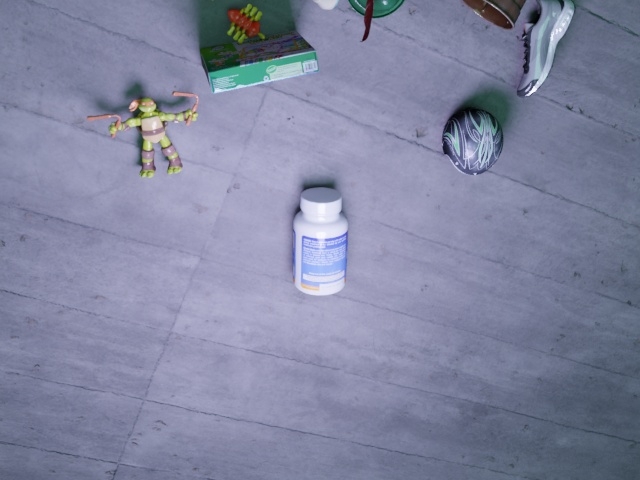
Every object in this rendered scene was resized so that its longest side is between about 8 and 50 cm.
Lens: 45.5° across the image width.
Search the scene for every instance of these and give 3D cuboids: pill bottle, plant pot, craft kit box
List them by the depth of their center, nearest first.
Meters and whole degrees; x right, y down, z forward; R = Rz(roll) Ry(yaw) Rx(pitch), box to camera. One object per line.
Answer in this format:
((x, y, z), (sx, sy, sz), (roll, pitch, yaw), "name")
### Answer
((-0.149, -0.424, 1.793), (0.250, 0.246, 0.061), (-13, 115, -8), "craft kit box")
((0.455, -0.639, 1.894), (0.167, 0.167, 0.165), (30, 97, -25), "plant pot")
((0.000, 0.000, 2.093), (0.152, 0.152, 0.272), (-4, 117, -12), "pill bottle")

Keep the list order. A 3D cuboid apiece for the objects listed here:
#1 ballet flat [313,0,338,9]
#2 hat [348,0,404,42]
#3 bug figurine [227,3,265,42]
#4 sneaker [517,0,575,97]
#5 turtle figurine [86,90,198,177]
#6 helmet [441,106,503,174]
((0.042, -0.670, 1.805), (0.086, 0.086, 0.248), (16, 110, -20), "ballet flat")
((0.160, -0.593, 1.819), (0.173, 0.183, 0.208), (-2, 116, -13), "hat")
((-0.156, -0.617, 1.792), (0.216, 0.072, 0.279), (36, 101, -29), "bug figurine")
((0.571, -0.512, 2.023), (0.108, 0.100, 0.271), (15, 108, -5), "sneaker")
((-0.427, -0.267, 1.892), (0.269, 0.087, 0.217), (-15, 126, -16), "turtle figurine")
((0.413, -0.267, 2.056), (0.169, 0.161, 0.169), (-6, 117, -11), "helmet")
